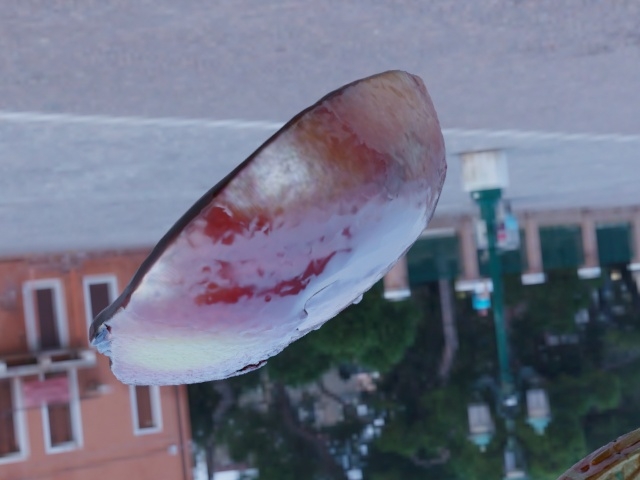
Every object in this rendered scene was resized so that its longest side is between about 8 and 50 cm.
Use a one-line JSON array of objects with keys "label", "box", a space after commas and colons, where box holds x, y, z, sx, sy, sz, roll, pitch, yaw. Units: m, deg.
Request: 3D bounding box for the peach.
[{"label": "peach", "box": [0.002, 0.003, 0.629, 0.279, 0.068, 0.189, -33, 165, -48]}]

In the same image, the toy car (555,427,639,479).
[{"label": "toy car", "box": [0.114, 0.106, 0.513, 0.122, 0.035, 0.059, -33, -177, -3]}]
